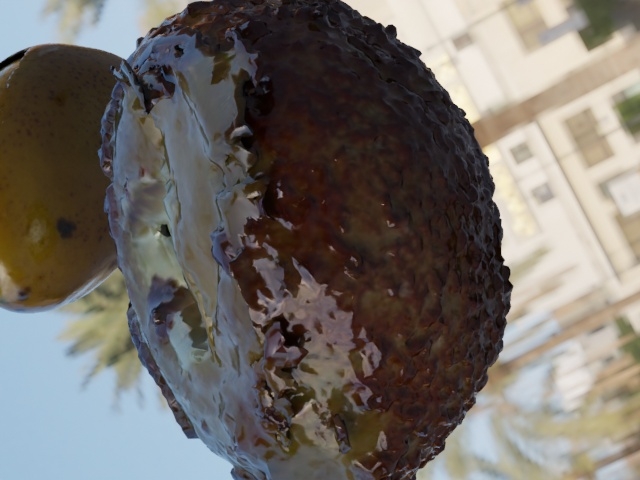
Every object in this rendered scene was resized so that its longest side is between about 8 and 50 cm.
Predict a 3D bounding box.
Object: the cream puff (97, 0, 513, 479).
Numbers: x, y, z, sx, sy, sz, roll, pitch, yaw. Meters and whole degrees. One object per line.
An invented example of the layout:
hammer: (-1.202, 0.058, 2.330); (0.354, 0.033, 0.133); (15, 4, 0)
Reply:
cream puff: (-0.002, -0.001, 1.045); (0.350, 0.229, 0.350); (45, 143, 49)

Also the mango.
mango: (-0.228, -0.059, 1.418); (0.191, 0.160, 0.290); (51, -146, -25)
